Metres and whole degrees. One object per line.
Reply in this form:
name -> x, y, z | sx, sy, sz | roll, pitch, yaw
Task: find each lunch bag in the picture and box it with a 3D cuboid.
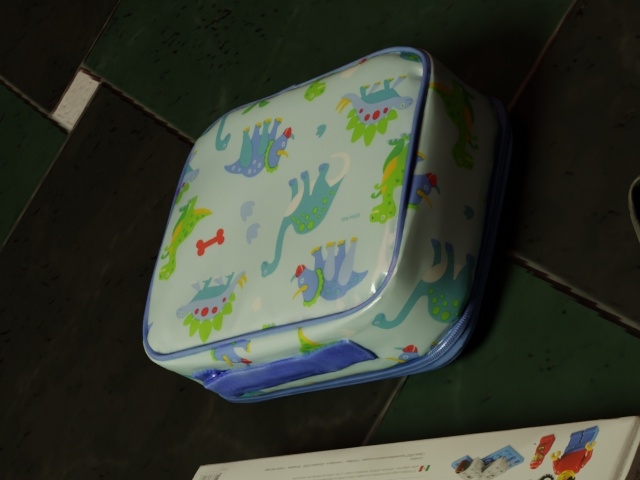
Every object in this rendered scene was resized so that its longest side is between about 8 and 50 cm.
lunch bag -> 0.000, 0.000, 1.038 | 0.219, 0.090, 0.176 | -17, 52, 44

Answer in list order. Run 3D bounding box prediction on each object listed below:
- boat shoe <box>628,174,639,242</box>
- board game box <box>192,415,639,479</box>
boat shoe -> 0.178, 0.020, 0.844 | 0.049, 0.040, 0.142 | -46, 37, 19
board game box -> 0.013, 0.182, 0.871 | 0.305, 0.053, 0.193 | -12, 38, 45
